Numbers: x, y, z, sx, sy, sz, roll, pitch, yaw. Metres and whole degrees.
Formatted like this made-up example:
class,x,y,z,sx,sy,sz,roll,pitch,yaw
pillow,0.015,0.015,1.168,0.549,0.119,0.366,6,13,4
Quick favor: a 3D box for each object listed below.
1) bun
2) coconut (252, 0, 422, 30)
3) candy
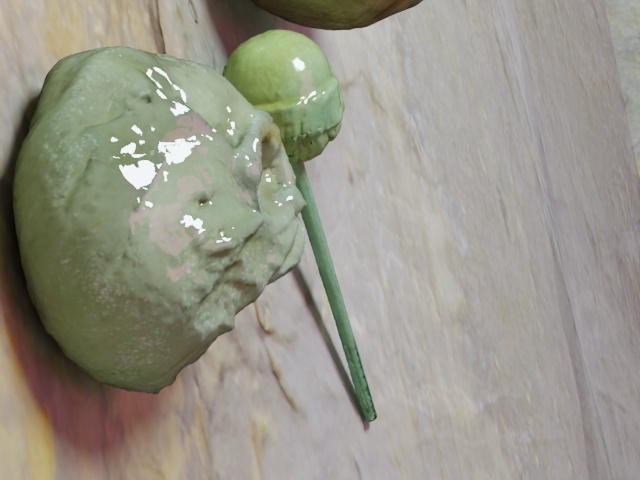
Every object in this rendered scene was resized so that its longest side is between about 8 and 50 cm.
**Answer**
class,x,y,z,sx,sy,sz,roll,pitch,yaw
bun,-0.083,-0.016,0.975,0.204,0.126,0.213,46,38,-48
coconut,0.017,-0.274,1.259,0.224,0.224,0.224,-13,90,-68
candy,0.000,0.000,1.255,0.092,0.093,0.336,-28,121,-23
